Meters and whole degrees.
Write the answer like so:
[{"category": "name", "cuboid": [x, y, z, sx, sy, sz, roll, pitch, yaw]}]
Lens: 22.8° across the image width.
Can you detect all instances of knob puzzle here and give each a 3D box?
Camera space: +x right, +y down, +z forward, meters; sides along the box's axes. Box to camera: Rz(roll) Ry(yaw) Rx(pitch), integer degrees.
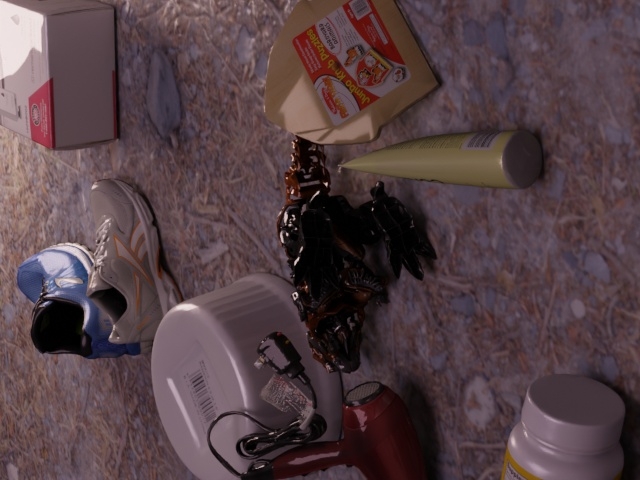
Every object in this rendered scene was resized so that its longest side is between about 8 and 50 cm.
[{"category": "knob puzzle", "cuboid": [0.021, -0.190, 1.797, 0.213, 0.030, 0.213, -4, 81, 23]}]

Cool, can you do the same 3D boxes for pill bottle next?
[{"category": "pill bottle", "cuboid": [0.242, 0.249, 1.613, 0.119, 0.119, 0.209, 35, 127, 44]}]

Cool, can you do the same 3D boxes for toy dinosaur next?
[{"category": "toy dinosaur", "cuboid": [0.000, 0.000, 1.865, 0.322, 0.164, 0.218, 60, 165, -13]}]

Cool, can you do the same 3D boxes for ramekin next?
[{"category": "ramekin", "cuboid": [-0.106, 0.190, 2.075, 0.277, 0.135, 0.277, 23, 119, 50]}]

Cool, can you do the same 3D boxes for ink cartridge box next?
[{"category": "ink cartridge box", "cuboid": [-0.425, -0.268, 2.396, 0.283, 0.117, 0.207, 23, 119, 49]}]

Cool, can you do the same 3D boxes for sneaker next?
[{"category": "sneaker", "cuboid": [-0.295, 0.030, 2.303, 0.099, 0.121, 0.262, -45, 63, 50]}, {"category": "sneaker", "cuboid": [-0.393, 0.095, 2.442, 0.330, 0.147, 0.130, 24, 120, 50]}]

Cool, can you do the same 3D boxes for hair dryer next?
[{"category": "hair dryer", "cuboid": [0.021, 0.245, 1.896, 0.293, 0.080, 0.224, 34, 130, 9]}]

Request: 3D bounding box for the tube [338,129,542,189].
[{"category": "tube", "cuboid": [0.131, -0.087, 1.702, 0.240, 0.070, 0.062, 5, 67, 49]}]
